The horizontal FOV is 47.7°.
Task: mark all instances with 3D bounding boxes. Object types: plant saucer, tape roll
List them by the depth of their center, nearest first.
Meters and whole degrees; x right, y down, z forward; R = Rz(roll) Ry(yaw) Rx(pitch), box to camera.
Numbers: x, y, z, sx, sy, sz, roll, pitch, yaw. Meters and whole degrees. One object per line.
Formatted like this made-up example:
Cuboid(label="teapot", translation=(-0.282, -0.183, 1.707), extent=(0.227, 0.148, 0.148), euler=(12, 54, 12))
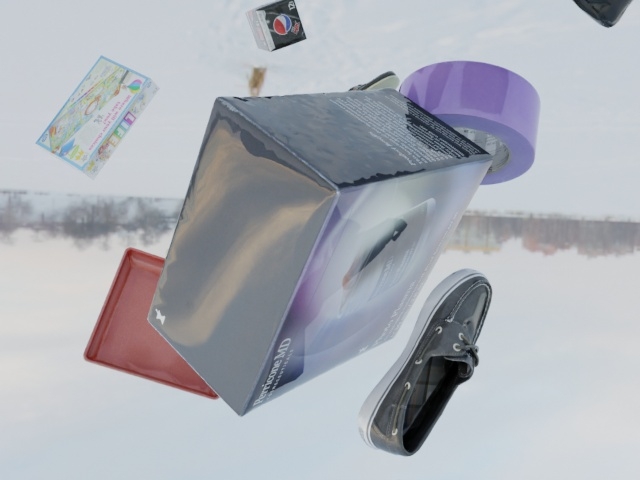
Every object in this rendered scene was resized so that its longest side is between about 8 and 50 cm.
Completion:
Cuboid(label="tape roll", translation=(0.190, -0.149, 0.956), extent=(0.189, 0.080, 0.189), euler=(11, 160, 4))
Cuboid(label="plant saucer", translation=(-0.292, 0.164, 1.398), extent=(0.259, 0.259, 0.047), euler=(20, 141, -11))

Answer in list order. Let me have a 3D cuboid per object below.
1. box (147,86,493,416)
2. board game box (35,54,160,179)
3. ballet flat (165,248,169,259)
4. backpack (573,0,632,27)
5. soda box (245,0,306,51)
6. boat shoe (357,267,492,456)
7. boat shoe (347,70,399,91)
Cuboid(label="box", translation=(0.000, 0.000, 0.824), extent=(0.183, 0.296, 0.294), euler=(40, -146, 27))
Cuboid(label="board game box", translation=(-0.301, -0.168, 0.978), extent=(0.104, 0.154, 0.026), euler=(29, 170, 28))
Cuboid(label="ballet flat", translation=(-0.149, 0.025, 1.228), extent=(0.249, 0.086, 0.086), euler=(-10, -171, -32))
Cuboid(label="backpack", translation=(0.350, -0.458, 0.745), extent=(0.356, 0.290, 0.273), euler=(-39, -161, 33))
Cuboid(label="soda box", translation=(-0.064, -0.298, 1.001), extent=(0.053, 0.060, 0.169), euler=(-21, -162, -4))
Cuboid(label="boat shoe", translation=(0.128, 0.128, 0.765), extent=(0.076, 0.228, 0.080), euler=(12, 145, 54))
Cuboid(label="boat shoe", translation=(0.061, -0.219, 1.099), extent=(0.133, 0.042, 0.049), euler=(-33, 150, 32))
